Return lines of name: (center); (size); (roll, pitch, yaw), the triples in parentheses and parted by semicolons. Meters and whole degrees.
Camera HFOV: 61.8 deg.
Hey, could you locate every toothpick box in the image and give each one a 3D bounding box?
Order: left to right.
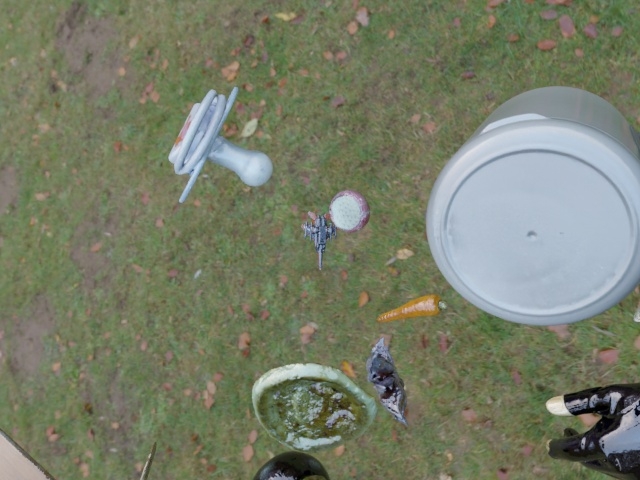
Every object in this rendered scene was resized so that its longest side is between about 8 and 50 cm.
toothpick box: (0.270, -0.067, 0.617); (0.228, 0.316, 0.229); (11, 118, 22)

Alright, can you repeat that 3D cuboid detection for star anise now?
star anise: (0.140, 0.302, 1.124); (0.061, 0.204, 0.181); (-22, 66, 8)

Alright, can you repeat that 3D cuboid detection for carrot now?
carrot: (0.251, 0.200, 1.540); (0.256, 0.061, 0.061); (-20, 69, 43)

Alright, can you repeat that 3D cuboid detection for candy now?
candy: (0.070, -0.070, 1.281); (0.103, 0.043, 0.103); (14, 113, 34)

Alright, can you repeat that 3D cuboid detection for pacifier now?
pacifier: (-0.215, -0.204, 1.248); (0.300, 0.232, 0.244); (-67, 20, -9)

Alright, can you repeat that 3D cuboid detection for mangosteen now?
mangosteen: (-0.069, 0.650, 1.354); (0.242, 0.243, 0.243); (-7, 76, 32)

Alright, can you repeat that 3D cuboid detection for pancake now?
pancake: (-0.328, 0.436, 1.008); (0.011, 0.115, 0.115); (19, 92, -8)
pancake: (-0.008, 0.139, 0.440); (0.108, 0.108, 0.017); (-37, 24, 22)

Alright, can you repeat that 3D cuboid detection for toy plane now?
toy plane: (0.001, -0.001, 1.755); (0.061, 0.129, 0.189); (146, 124, -64)

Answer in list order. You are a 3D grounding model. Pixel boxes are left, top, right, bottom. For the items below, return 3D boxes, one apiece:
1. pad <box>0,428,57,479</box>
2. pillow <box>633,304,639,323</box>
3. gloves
pad: (-0.449, 0.383, 0.653); (0.286, 0.018, 0.284); (16, 75, 34)
pillow: (0.670, 0.079, 1.008); (0.053, 0.119, 0.208); (42, 141, 32)
gloves: (0.531, 0.348, 0.967); (0.197, 0.152, 0.301); (50, 150, 6)
